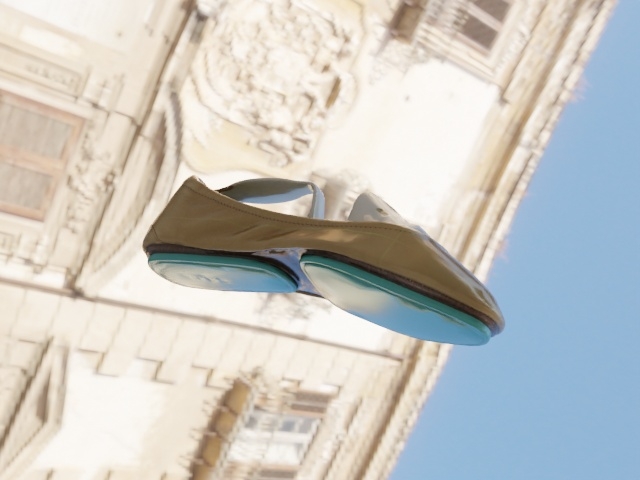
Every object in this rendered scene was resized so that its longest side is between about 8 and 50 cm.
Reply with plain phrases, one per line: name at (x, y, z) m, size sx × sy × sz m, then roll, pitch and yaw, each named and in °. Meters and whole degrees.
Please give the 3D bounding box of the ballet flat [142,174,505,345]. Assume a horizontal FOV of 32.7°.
ballet flat at (0.000, 0.000, 0.614) m, size 0.232 × 0.080 × 0.073 m, roll 10°, pitch -114°, yaw 29°
